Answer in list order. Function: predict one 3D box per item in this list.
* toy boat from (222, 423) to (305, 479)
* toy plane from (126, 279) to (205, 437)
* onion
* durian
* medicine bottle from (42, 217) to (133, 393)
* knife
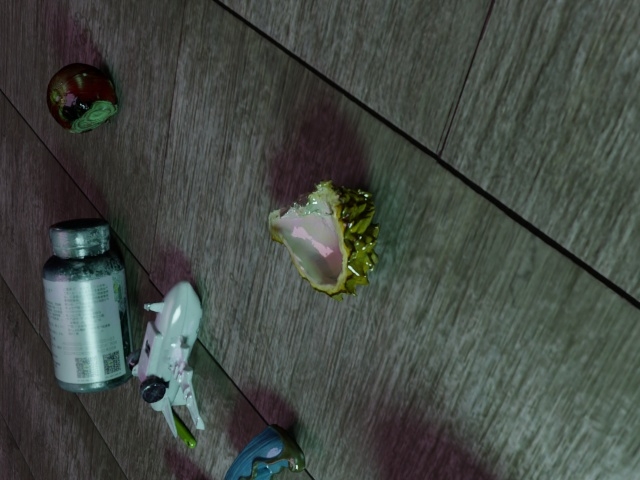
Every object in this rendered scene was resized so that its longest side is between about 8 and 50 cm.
[{"bbox_3d":[-0.072,0.318,1.115,0.077,0.075,0.185,58,135,28],"label":"toy boat"},{"bbox_3d":[-0.238,0.174,1.268,0.251,0.101,0.255,48,136,49],"label":"toy plane"},{"bbox_3d":[-0.398,-0.239,1.355,0.117,0.118,0.118,-32,72,17],"label":"onion"},{"bbox_3d":[0.007,-0.010,0.921,0.224,0.078,0.140,8,119,62],"label":"durian"},{"bbox_3d":[-0.411,0.111,1.441,0.141,0.141,0.293,15,112,50],"label":"medicine bottle"},{"bbox_3d":[-0.269,0.296,1.409,0.184,0.026,0.022,38,132,36],"label":"knife"}]
